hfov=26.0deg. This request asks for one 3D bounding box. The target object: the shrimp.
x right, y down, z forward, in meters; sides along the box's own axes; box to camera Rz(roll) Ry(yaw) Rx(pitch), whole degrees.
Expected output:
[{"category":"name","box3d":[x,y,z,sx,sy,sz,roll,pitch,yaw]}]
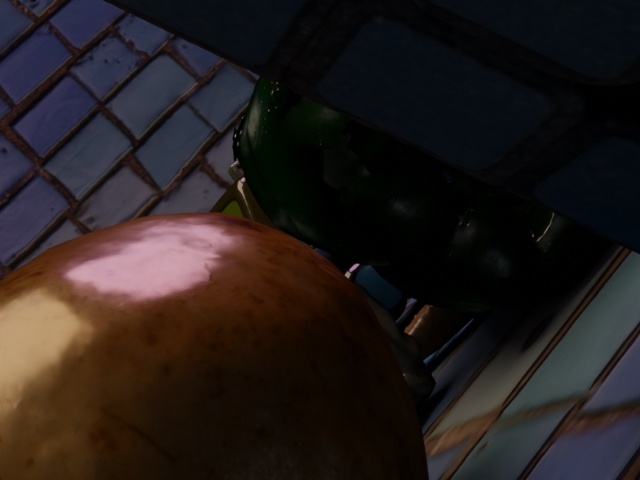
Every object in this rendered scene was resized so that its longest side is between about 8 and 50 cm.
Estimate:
[{"category":"shrimp","box3d":[0.103,0.040,1.000,0.178,0.034,0.124,-49,-5,7]}]

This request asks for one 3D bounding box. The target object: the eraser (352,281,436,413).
[{"category":"eraser","box3d":[-0.066,0.129,0.953,0.101,0.155,0.332,-51,4,-40]}]

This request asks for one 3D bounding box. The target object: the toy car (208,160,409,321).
[{"category":"toy car","box3d":[0.000,0.000,1.220,0.248,0.198,0.204,-32,-7,-32]}]

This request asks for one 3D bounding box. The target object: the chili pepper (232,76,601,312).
[{"category":"chili pepper","box3d":[0.062,-0.077,0.857,0.233,0.248,0.256,-49,9,-12]}]

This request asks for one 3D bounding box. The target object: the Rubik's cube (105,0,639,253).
[{"category":"Rubik's cube","box3d":[0.116,-0.206,0.478,0.305,0.301,0.304,133,159,-65]}]

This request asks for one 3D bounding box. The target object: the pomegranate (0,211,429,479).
[{"category":"pomegranate","box3d":[-0.068,0.108,0.596,0.248,0.248,0.248,-47,2,2]}]
